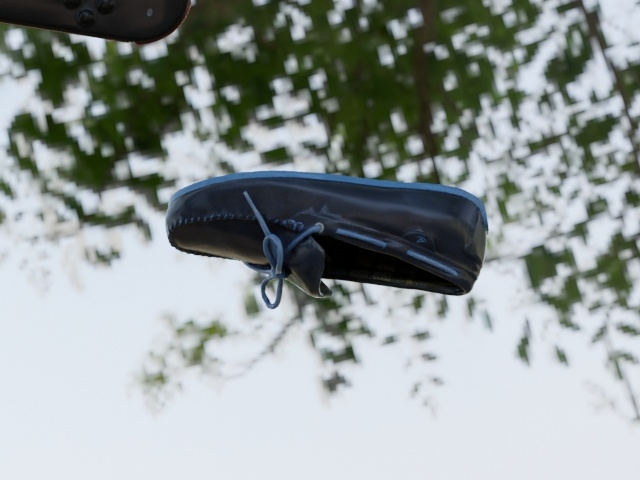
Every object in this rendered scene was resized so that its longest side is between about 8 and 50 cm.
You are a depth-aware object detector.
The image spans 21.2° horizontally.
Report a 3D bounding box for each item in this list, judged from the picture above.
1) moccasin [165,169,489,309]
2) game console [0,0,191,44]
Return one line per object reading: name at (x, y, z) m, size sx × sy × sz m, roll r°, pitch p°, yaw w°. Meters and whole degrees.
moccasin at (0.000, 0.000, 1.774) m, size 0.342 × 0.117 × 0.138 m, roll 0°, pitch -26°, yaw 13°
game console at (-0.308, -0.448, 2.103) m, size 0.342 × 0.386 × 0.060 m, roll 9°, pitch -1°, yaw -7°
